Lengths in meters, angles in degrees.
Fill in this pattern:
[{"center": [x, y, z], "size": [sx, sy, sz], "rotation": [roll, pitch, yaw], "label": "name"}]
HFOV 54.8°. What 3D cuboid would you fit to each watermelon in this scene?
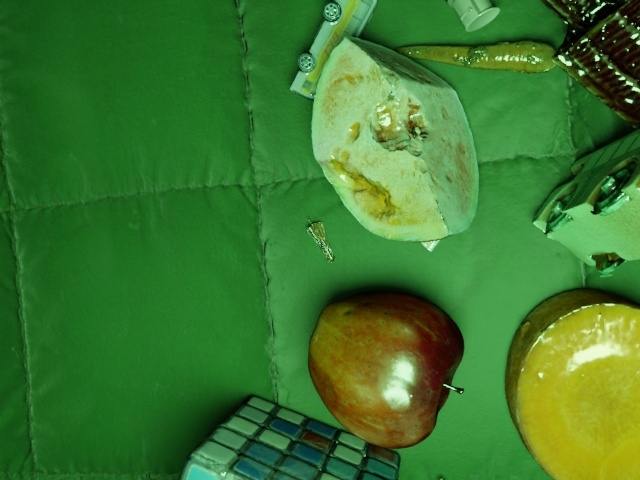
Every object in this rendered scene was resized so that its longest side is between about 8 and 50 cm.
[{"center": [0.113, -0.134, 0.935], "size": [0.175, 0.188, 0.322], "rotation": [-23, 76, 39], "label": "watermelon"}]

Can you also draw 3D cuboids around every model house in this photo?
[{"center": [0.416, -0.317, 0.776], "size": [0.282, 0.297, 0.317], "rotation": [-45, 85, 6], "label": "model house"}]

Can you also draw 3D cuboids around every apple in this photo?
[{"center": [0.102, 0.178, 0.915], "size": [0.233, 0.234, 0.234], "rotation": [1, 93, 13], "label": "apple"}]

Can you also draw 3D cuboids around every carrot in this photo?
[{"center": [0.405, 0.229, 0.907], "size": [0.258, 0.100, 0.308], "rotation": [2, 95, 16], "label": "carrot"}, {"center": [0.236, -0.285, 0.951], "size": [0.254, 0.049, 0.049], "rotation": [7, 94, 17], "label": "carrot"}]

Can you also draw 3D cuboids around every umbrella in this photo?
[{"center": [0.001, -0.001, 1.029], "size": [0.031, 0.020, 0.083], "rotation": [-28, 85, -27], "label": "umbrella"}]

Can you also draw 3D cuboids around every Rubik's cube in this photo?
[{"center": [-0.064, 0.447, 0.928], "size": [0.292, 0.287, 0.292], "rotation": [18, 96, 11], "label": "Rubik's cube"}]

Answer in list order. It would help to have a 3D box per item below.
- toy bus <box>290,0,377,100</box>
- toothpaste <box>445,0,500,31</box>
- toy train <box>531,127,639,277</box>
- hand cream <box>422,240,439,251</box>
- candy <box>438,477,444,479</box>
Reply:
[{"center": [0.020, -0.312, 0.988], "size": [0.075, 0.064, 0.191], "rotation": [27, 99, -2], "label": "toy bus"}, {"center": [0.186, -0.448, 0.950], "size": [0.096, 0.061, 0.266], "rotation": [-29, 80, 14], "label": "toothpaste"}, {"center": [0.400, -0.051, 0.786], "size": [0.129, 0.326, 0.159], "rotation": [35, 84, 2], "label": "toy train"}, {"center": [0.108, -0.068, 0.996], "size": [0.216, 0.038, 0.052], "rotation": [36, 127, 5], "label": "hand cream"}, {"center": [0.283, 0.491, 0.964], "size": [0.084, 0.078, 0.288], "rotation": [-43, 79, -5], "label": "candy"}]
